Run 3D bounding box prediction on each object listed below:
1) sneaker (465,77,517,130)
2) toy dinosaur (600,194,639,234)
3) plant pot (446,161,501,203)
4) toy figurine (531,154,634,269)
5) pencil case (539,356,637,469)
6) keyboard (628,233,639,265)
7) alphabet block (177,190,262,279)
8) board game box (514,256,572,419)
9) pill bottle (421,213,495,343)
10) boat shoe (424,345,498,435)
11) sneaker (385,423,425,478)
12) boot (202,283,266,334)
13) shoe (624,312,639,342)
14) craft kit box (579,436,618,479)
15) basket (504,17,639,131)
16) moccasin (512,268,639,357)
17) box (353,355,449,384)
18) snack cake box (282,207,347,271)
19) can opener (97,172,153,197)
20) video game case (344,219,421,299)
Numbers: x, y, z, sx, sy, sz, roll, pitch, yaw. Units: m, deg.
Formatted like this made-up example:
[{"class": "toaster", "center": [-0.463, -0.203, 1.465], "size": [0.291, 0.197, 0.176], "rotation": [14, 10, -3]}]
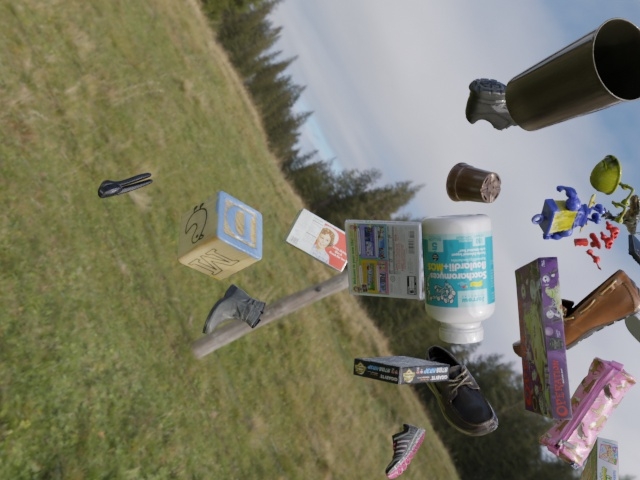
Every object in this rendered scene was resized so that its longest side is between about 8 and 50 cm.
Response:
[{"class": "sneaker", "center": [0.537, -0.367, 1.604], "size": [0.109, 0.287, 0.130], "rotation": [-84, -177, -50]}, {"class": "toy dinosaur", "center": [0.984, -0.073, 1.877], "size": [0.118, 0.064, 0.268], "rotation": [18, -12, 34]}, {"class": "plant pot", "center": [0.624, -0.225, 2.329], "size": [0.165, 0.167, 0.167], "rotation": [20, -34, 51]}, {"class": "toy figurine", "center": [0.760, -0.075, 1.752], "size": [0.362, 0.218, 0.191], "rotation": [84, 4, -48]}, {"class": "pencil case", "center": [0.923, 0.585, 1.993], "size": [0.160, 0.386, 0.167], "rotation": [34, 0, -4]}, {"class": "keyboard", "center": [0.851, 0.072, 1.491], "size": [0.180, 0.023, 0.108], "rotation": [39, 42, -17]}, {"class": "alphabet block", "center": [-0.323, -0.012, 1.873], "size": [0.193, 0.197, 0.192], "rotation": [33, 41, -40]}, {"class": "board game box", "center": [0.509, 0.223, 1.334], "size": [0.208, 0.056, 0.346], "rotation": [55, 34, -76]}, {"class": "pill bottle", "center": [0.292, 0.078, 1.222], "size": [0.146, 0.146, 0.263], "rotation": [-67, 153, -86]}, {"class": "boat shoe", "center": [0.396, 0.439, 1.725], "size": [0.130, 0.132, 0.355], "rotation": [69, -10, -25]}, {"class": "sneaker", "center": [0.225, 0.591, 1.638], "size": [0.075, 0.170, 0.063], "rotation": [26, -29, 32]}, {"class": "boot", "center": [-0.297, 0.266, 2.050], "size": [0.161, 0.083, 0.246], "rotation": [30, 42, 4]}, {"class": "shoe", "center": [0.952, 0.260, 1.660], "size": [0.178, 0.081, 0.063], "rotation": [52, -25, -1]}, {"class": "craft kit box", "center": [0.703, 0.676, 1.469], "size": [0.246, 0.061, 0.249], "rotation": [-65, 156, -46]}, {"class": "basket", "center": [0.497, -0.312, 1.143], "size": [0.227, 0.204, 0.154], "rotation": [-17, -77, 59]}, {"class": "moccasin", "center": [0.699, 0.213, 1.621], "size": [0.147, 0.380, 0.139], "rotation": [55, 36, 9]}, {"class": "box", "center": [0.232, 0.366, 1.641], "size": [0.220, 0.175, 0.051], "rotation": [8, 84, -41]}, {"class": "snack cake box", "center": [0.000, 0.000, 2.332], "size": [0.264, 0.152, 0.089], "rotation": [30, -8, -11]}, {"class": "can opener", "center": [-0.638, -0.177, 1.892], "size": [0.073, 0.186, 0.059], "rotation": [44, -41, 31]}, {"class": "video game case", "center": [0.163, 0.049, 1.494], "size": [0.023, 0.194, 0.212], "rotation": [-55, 144, -60]}]
